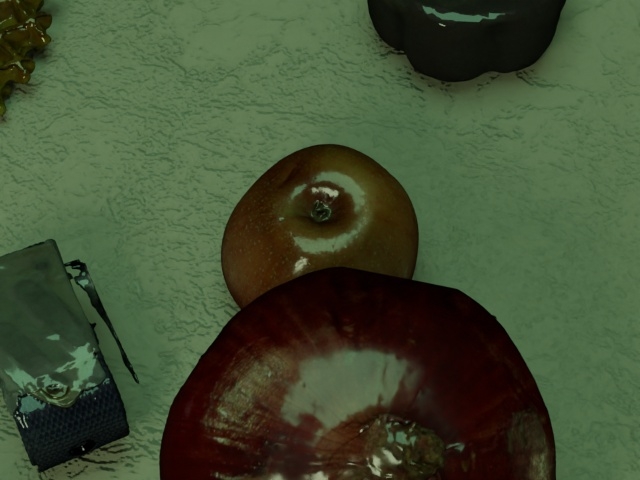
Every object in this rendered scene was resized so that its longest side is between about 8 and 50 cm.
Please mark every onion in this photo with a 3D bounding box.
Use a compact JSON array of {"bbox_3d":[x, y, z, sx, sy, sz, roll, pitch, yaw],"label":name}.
[{"bbox_3d":[0.043,0.178,1.469,0.341,0.341,0.341,0,55,0],"label":"onion"}]

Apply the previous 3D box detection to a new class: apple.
[{"bbox_3d":[0.000,0.000,1.680,0.201,0.162,0.201,1,54,-1],"label":"apple"}]

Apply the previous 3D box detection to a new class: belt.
[{"bbox_3d":[-0.259,0.104,1.623,0.126,0.140,0.230,-21,56,-13],"label":"belt"}]

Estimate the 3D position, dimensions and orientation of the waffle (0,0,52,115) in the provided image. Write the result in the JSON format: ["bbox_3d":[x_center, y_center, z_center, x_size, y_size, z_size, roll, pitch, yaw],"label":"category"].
[{"bbox_3d":[-0.450,-0.232,1.908,0.293,0.069,0.260,7,58,2],"label":"waffle"}]

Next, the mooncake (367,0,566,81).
[{"bbox_3d":[0.166,-0.290,1.897,0.245,0.133,0.245,0,55,1],"label":"mooncake"}]
